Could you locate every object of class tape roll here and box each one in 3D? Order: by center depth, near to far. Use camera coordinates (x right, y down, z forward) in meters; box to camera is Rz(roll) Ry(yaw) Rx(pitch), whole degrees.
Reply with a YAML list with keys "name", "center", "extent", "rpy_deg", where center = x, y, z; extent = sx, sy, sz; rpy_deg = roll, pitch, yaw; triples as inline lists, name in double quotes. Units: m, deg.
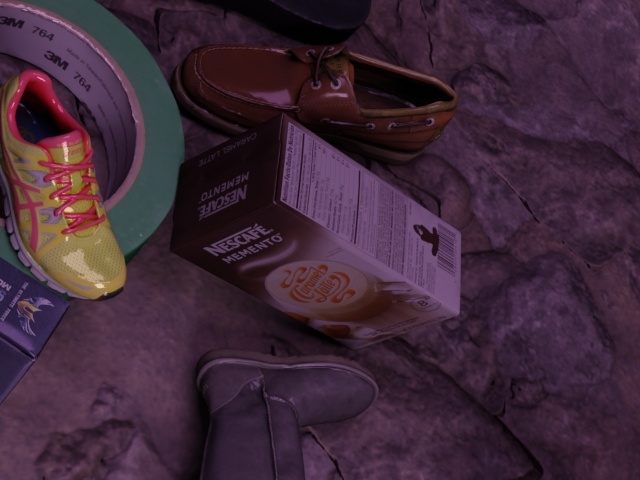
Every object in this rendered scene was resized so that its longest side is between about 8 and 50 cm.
- name: "tape roll"
  center: [-0.282, -0.099, 1.146]
  extent: [0.321, 0.077, 0.321]
  rpy_deg: [15, 57, -24]

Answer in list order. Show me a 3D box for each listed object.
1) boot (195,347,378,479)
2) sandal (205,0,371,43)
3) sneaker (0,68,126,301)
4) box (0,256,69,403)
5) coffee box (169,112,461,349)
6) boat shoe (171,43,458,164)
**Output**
- name: "boot"
  center: [-0.024, 0.192, 1.107]
  extent: [0.190, 0.076, 0.208]
  rpy_deg: [4, 37, -16]
- name: "sandal"
  center: [-0.132, -0.338, 1.356]
  extent: [0.446, 0.107, 0.167]
  rpy_deg: [11, 59, -27]
- name: "sneaker"
  center: [-0.216, -0.047, 1.046]
  extent: [0.081, 0.094, 0.208]
  rpy_deg: [-24, 80, -41]
- name: "box"
  center: [-0.309, 0.064, 0.932]
  extent: [0.183, 0.233, 0.059]
  rpy_deg: [35, 48, -12]
- name: "coffee box"
  center: [0.000, 0.000, 1.181]
  extent: [0.246, 0.141, 0.098]
  rpy_deg: [31, 51, -36]
- name: "boat shoe"
  center: [0.000, -0.164, 1.341]
  extent: [0.307, 0.104, 0.110]
  rpy_deg: [6, 61, -29]
